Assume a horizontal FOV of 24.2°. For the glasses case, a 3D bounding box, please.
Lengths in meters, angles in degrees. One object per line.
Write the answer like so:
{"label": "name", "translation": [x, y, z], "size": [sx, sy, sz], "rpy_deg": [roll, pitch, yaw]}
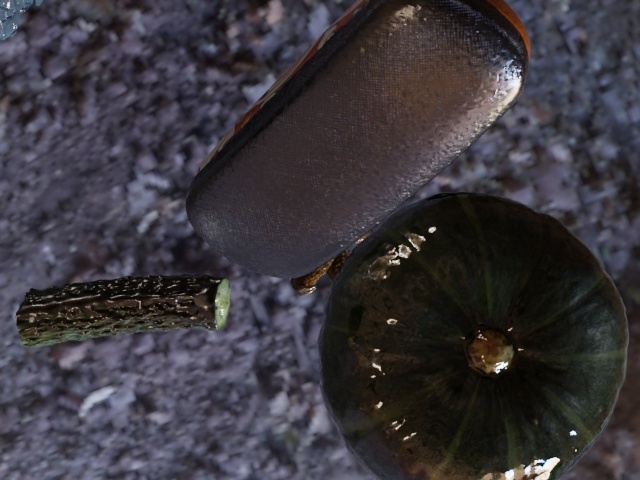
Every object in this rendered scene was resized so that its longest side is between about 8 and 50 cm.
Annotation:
{"label": "glasses case", "translation": [0.016, -0.063, 0.894], "size": [0.103, 0.266, 0.067], "rpy_deg": [35, 44, -17]}

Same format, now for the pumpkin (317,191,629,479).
{"label": "pumpkin", "translation": [0.138, 0.105, 1.413], "size": [0.300, 0.207, 0.300], "rpy_deg": [0, 88, -13]}

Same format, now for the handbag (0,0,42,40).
{"label": "handbag", "translation": [-0.322, -0.318, 1.583], "size": [0.229, 0.062, 0.179], "rpy_deg": [-52, 155, -27]}

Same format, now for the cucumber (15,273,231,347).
{"label": "cucumber", "translation": [-0.172, 0.059, 1.313], "size": [0.058, 0.187, 0.058], "rpy_deg": [-6, 90, -81]}

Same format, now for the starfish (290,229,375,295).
{"label": "starfish", "translation": [0.004, -0.004, 1.768], "size": [0.238, 0.057, 0.213], "rpy_deg": [-15, 68, -44]}
